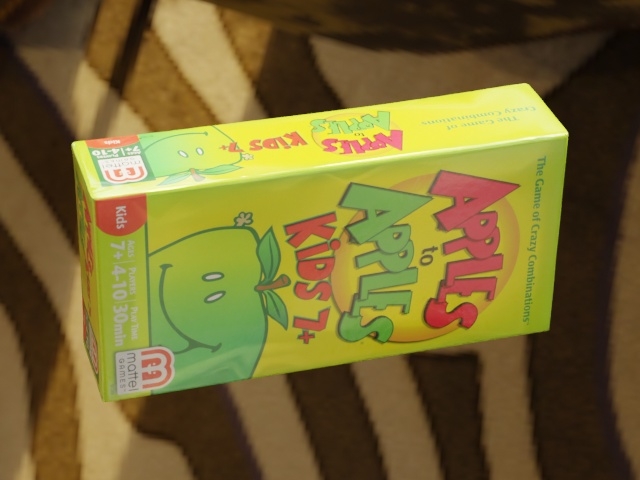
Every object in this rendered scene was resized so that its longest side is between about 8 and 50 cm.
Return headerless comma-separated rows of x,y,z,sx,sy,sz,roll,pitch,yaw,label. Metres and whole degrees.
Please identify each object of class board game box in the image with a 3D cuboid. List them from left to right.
0.000,0.000,0.740,0.043,0.181,0.092,-119,25,-54,board game box
